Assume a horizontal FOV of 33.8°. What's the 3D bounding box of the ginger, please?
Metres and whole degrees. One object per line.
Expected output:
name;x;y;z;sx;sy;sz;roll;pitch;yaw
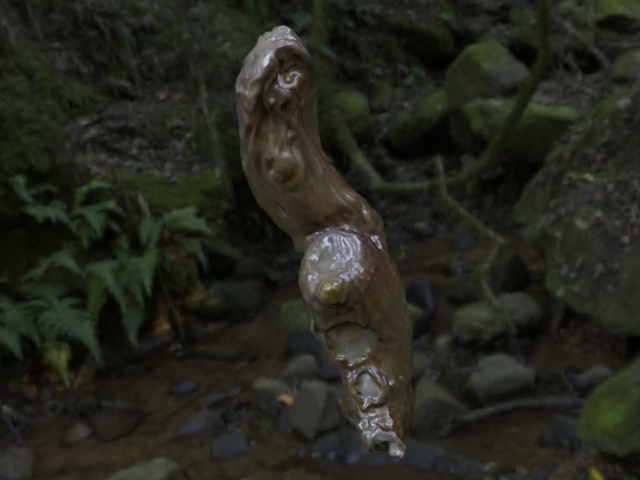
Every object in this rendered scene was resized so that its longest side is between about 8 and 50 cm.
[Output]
ginger;0.001;0.002;0.710;0.084;0.290;0.122;-17;8;20
